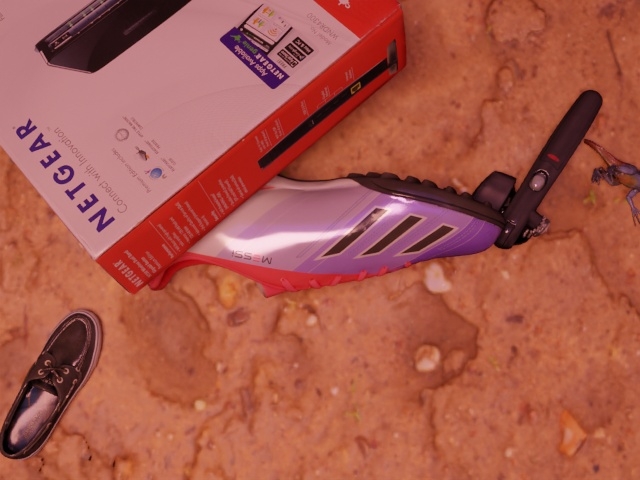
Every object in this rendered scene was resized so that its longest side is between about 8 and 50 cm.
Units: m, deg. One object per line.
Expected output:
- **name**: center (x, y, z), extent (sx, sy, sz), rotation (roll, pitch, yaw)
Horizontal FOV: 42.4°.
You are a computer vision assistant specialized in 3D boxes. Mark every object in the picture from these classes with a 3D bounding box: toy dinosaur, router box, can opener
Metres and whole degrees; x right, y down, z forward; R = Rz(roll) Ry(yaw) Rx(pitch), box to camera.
- **toy dinosaur**: center (0.307, -0.063, 0.793), extent (0.082, 0.047, 0.090), rotation (0, 70, -23)
- **router box**: center (-0.148, -0.174, 0.699), extent (0.301, 0.082, 0.335), rotation (-41, 68, -9)
- **can opener**: center (0.209, -0.068, 0.775), extent (0.073, 0.059, 0.186), rotation (39, 81, 2)

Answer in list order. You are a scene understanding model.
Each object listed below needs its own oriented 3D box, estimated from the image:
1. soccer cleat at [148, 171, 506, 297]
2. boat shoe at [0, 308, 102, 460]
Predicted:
- **soccer cleat**: center (0.000, 0.000, 0.726), extent (0.318, 0.108, 0.116), rotation (6, 81, 1)
- **boat shoe**: center (-0.234, 0.126, 0.720), extent (0.049, 0.040, 0.142), rotation (25, 81, 0)
